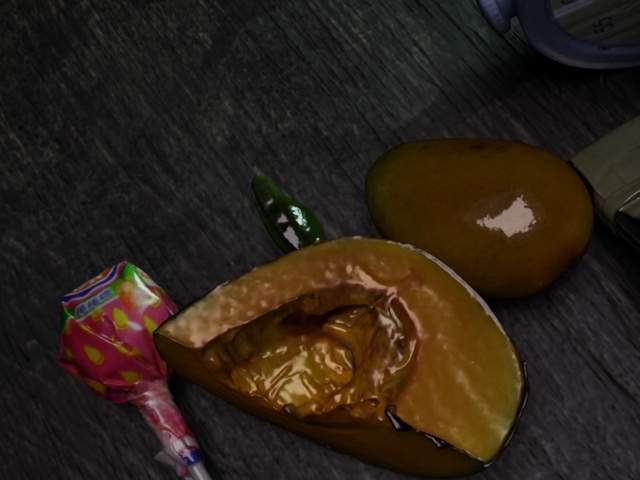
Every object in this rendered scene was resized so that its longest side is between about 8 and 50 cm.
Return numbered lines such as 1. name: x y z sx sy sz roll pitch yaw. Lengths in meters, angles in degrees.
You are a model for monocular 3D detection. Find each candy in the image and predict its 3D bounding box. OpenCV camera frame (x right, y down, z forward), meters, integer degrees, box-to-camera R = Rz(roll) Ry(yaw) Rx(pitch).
1. candy: -0.126 0.187 0.872 0.124 0.124 0.365 -35 75 -3

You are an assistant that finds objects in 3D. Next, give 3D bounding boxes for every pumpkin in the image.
1. pumpkin: 0.023 0.095 0.857 0.312 0.148 0.169 21 62 2

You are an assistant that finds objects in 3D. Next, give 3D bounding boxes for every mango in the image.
1. mango: 0.143 -0.022 0.883 0.221 0.120 0.152 7 70 21

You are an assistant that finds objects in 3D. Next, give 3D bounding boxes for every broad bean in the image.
1. broad bean: -0.003 0.008 0.938 0.195 0.046 0.061 33 81 20

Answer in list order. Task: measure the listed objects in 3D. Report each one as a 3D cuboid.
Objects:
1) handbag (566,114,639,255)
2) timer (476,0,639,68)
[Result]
1. handbag: 0.386 -0.043 0.811 0.253 0.109 0.316 -30 40 3
2. timer: 0.314 -0.279 0.813 0.394 0.395 0.173 -16 71 5
